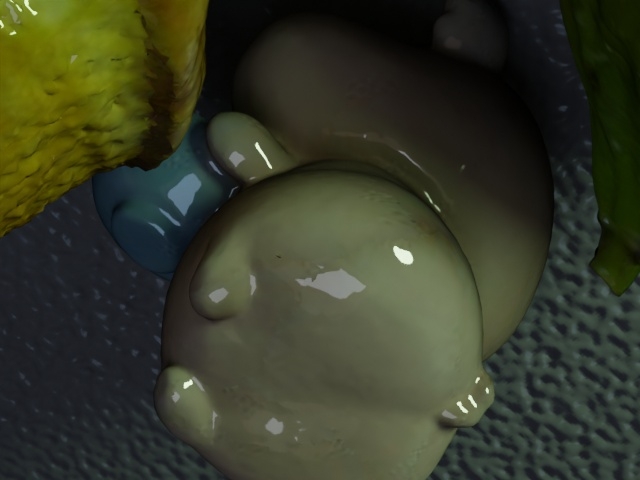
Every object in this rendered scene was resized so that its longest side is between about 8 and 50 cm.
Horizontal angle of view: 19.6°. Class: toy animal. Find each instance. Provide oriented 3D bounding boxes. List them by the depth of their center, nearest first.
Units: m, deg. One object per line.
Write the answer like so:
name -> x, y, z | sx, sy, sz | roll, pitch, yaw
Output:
toy animal -> 0.019, 0.008, 0.907 | 0.229, 0.221, 0.210 | -3, 129, -23

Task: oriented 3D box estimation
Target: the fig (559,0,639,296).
fig -> 0.178, -0.109, 0.797 | 0.314, 0.233, 0.233 | -31, 112, 38

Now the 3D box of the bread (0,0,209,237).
bread -> -0.223, -0.173, 0.809 | 0.398, 0.215, 0.398 | 43, 161, 19
